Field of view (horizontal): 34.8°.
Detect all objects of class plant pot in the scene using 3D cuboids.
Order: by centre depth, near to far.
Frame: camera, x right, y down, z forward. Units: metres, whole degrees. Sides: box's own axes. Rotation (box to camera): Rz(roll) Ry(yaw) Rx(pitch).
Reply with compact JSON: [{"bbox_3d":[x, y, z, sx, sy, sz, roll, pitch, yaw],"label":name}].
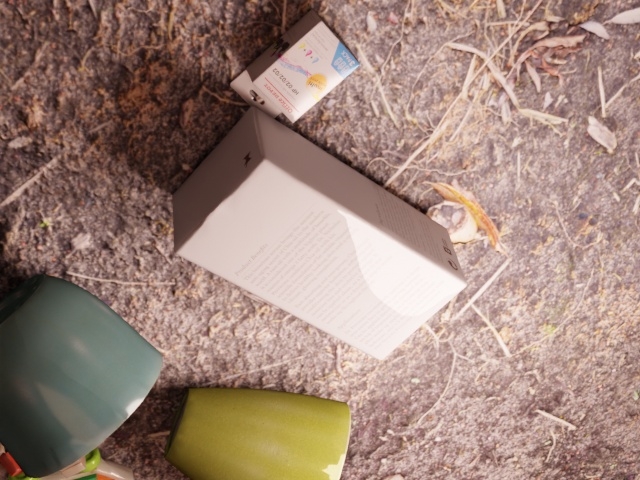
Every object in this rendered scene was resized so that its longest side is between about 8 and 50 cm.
[{"bbox_3d":[-0.445,0.198,1.669,0.293,0.293,0.235,-35,108,7],"label":"plant pot"},{"bbox_3d":[-0.131,0.387,1.907,0.294,0.274,0.274,20,115,-9],"label":"plant pot"}]

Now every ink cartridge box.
[{"bbox_3d":[-0.042,-0.263,1.616,0.181,0.061,0.104,-40,124,11],"label":"ink cartridge box"}]

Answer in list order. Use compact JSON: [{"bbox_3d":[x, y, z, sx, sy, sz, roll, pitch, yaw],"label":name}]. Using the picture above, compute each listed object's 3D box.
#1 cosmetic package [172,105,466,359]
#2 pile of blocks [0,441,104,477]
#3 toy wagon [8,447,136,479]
[{"bbox_3d":[0.000,0.000,1.718,0.453,0.161,0.230,31,119,-30],"label":"cosmetic package"},{"bbox_3d":[-0.568,0.358,1.827,0.362,0.112,0.148,2,121,-18],"label":"pile of blocks"},{"bbox_3d":[-0.519,0.540,1.982,0.345,0.068,0.267,-15,124,-7],"label":"toy wagon"}]
